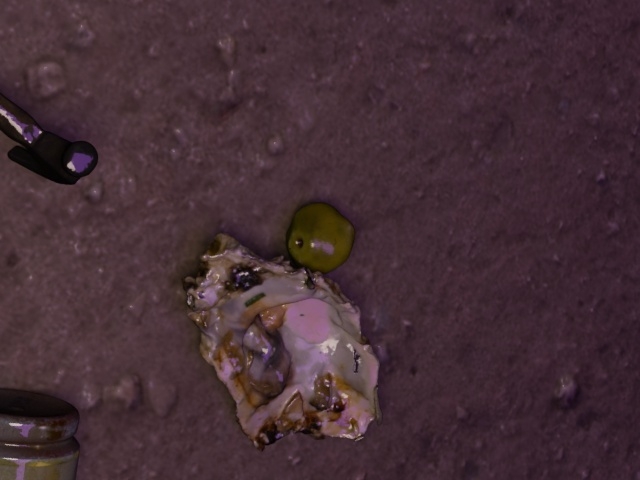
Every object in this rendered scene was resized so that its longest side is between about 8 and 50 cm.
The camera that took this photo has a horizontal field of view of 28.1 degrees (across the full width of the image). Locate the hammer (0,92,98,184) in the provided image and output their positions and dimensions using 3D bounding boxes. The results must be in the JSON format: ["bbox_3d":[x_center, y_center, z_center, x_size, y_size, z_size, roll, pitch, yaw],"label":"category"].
[{"bbox_3d":[-0.416,-0.213,1.321,0.440,0.168,0.044,43,73,-19],"label":"hammer"}]

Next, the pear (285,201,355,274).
[{"bbox_3d":[0.000,0.000,1.611,0.097,0.092,0.092,4,96,-45],"label":"pear"}]

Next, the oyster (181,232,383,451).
[{"bbox_3d":[-0.046,0.119,1.605,0.201,0.107,0.354,-25,123,-2],"label":"oyster"}]

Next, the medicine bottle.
[{"bbox_3d":[-0.361,0.338,1.424,0.151,0.151,0.322,7,95,-30],"label":"medicine bottle"}]
